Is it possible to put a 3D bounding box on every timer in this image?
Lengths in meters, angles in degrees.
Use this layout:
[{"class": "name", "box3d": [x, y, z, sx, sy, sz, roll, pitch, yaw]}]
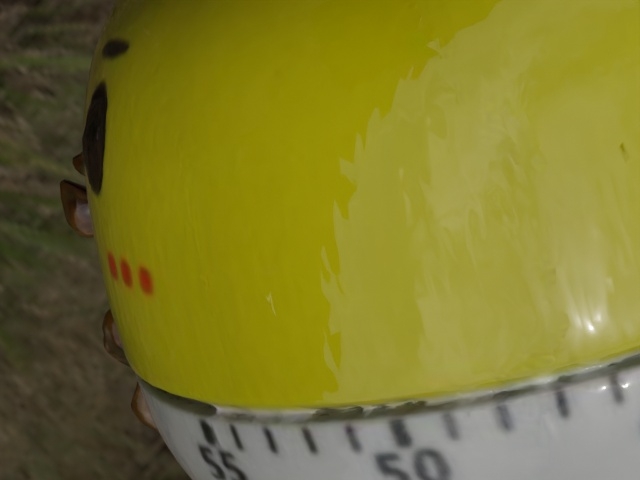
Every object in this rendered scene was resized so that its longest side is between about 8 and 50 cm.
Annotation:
[{"class": "timer", "box3d": [0.048, -0.065, 0.584, 0.285, 0.285, 0.285, -29, 139, -28]}]

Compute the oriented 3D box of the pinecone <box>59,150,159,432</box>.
[{"class": "pinecone", "box3d": [-0.002, -0.001, 0.834, 0.229, 0.201, 0.202, -39, 151, -44]}]
